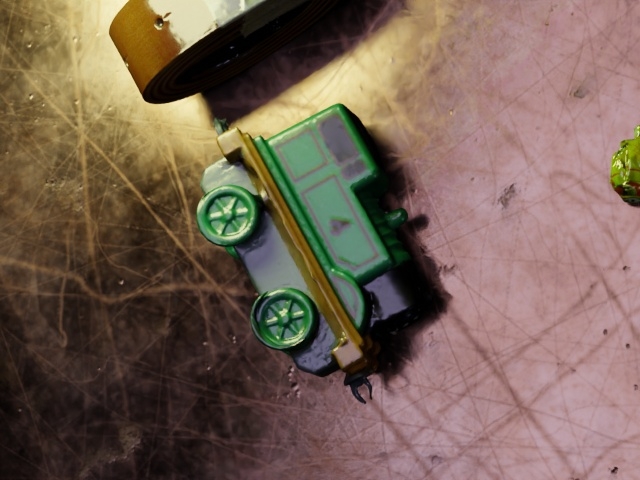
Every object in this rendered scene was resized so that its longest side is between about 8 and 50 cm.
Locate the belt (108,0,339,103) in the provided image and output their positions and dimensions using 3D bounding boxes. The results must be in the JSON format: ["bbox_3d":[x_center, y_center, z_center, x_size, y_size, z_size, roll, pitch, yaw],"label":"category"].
[{"bbox_3d":[-0.116,-0.317,1.878,0.339,0.217,0.122,-31,79,12],"label":"belt"}]

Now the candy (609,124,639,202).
[{"bbox_3d":[0.427,-0.170,1.781,0.073,0.077,0.262,22,84,-5],"label":"candy"}]

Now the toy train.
[{"bbox_3d":[0.000,0.000,1.856,0.249,0.178,0.429,-30,78,3],"label":"toy train"}]
